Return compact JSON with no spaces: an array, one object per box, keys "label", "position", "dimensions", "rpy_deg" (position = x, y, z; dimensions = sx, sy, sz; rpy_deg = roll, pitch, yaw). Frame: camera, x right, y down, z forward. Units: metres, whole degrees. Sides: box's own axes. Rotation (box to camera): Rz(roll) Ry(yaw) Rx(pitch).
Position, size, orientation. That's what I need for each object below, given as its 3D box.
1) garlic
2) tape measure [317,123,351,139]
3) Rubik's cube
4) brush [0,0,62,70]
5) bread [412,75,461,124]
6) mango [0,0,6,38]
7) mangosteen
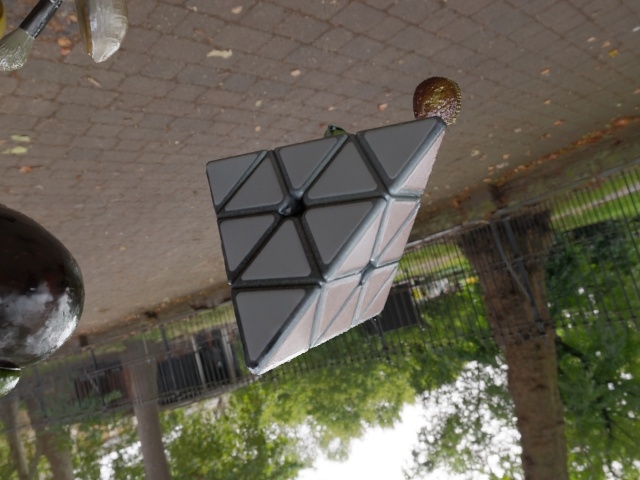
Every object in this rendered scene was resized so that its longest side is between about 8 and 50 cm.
[{"label":"garlic","position":[-0.428,-0.456,0.986],"dimensions":[0.101,0.195,0.087],"rpy_deg":[-4,-168,38]},{"label":"tape measure","position":[0.039,-0.147,1.130],"dimensions":[0.175,0.200,0.106],"rpy_deg":[-36,-173,-10]},{"label":"Rubik's cube","position":[0.002,0.002,0.584],"dimensions":[0.228,0.233,0.229],"rpy_deg":[-6,180,-18]},{"label":"brush","position":[-0.380,-0.367,0.747],"dimensions":[0.299,0.039,0.042],"rpy_deg":[-58,-167,-8]},{"label":"bread","position":[0.192,-0.230,0.853],"dimensions":[0.085,0.085,0.053],"rpy_deg":[-21,179,38]},{"label":"mango","position":[-0.771,-0.485,1.098],"dimensions":[0.167,0.130,0.262],"rpy_deg":[-52,-162,1]},{"label":"mangosteen","position":[-0.521,0.086,0.755],"dimensions":[0.300,0.300,0.300],"rpy_deg":[-15,173,-2]}]
